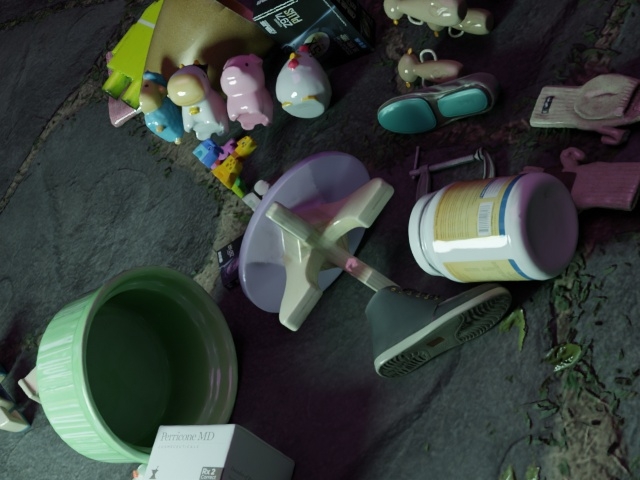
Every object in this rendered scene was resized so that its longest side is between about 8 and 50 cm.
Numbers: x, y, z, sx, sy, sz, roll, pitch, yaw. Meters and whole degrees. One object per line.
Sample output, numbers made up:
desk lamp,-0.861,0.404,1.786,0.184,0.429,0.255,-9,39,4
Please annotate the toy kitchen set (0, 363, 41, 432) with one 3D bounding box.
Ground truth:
toy kitchen set,-0.568,0.244,2.032,0.166,0.122,0.207,-47,62,2

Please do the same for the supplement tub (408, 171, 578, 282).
supplement tub,0.235,-0.015,1.491,0.199,0.144,0.144,-4,58,46

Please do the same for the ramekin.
ramekin,-0.286,0.200,1.674,0.148,0.303,0.303,-16,51,40

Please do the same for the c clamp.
c clamp,0.203,-0.105,1.684,0.160,0.022,0.137,-8,55,36

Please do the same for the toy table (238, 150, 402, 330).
toy table,0.000,0.000,1.632,0.274,0.252,0.161,-66,26,3

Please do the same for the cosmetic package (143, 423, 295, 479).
cosmetic package,-0.154,0.372,1.536,0.151,0.151,0.184,-8,56,35

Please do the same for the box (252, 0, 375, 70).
box,-0.010,-0.397,1.957,0.147,0.180,0.078,-17,51,30

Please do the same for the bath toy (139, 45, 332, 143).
bath toy,-0.150,-0.276,1.962,0.348,0.151,0.129,-7,70,17

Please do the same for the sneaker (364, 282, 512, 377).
sneaker,0.155,0.092,1.527,0.222,0.083,0.118,-31,51,20

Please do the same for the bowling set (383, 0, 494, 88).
bowling set,0.210,-0.406,1.817,0.154,0.287,0.200,15,28,37

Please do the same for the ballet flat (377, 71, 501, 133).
ballet flat,0.194,-0.222,1.757,0.213,0.072,0.068,-9,28,35

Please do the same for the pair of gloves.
pair of gloves,0.380,-0.130,1.541,0.204,0.042,0.240,-5,55,42

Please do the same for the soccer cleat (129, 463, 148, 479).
soccer cleat,-0.231,0.423,1.633,0.068,0.076,0.196,-56,45,46

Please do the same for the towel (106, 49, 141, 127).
towel,-0.331,-0.408,2.343,0.329,0.037,0.237,-31,46,18

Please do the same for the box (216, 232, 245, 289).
box,-0.144,0.036,1.873,0.067,0.018,0.083,-32,45,18

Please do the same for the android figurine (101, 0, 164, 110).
android figurine,-0.347,-0.405,2.290,0.248,0.056,0.273,27,80,44

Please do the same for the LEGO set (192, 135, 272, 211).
LEGO set,-0.149,-0.145,1.960,0.093,0.087,0.227,-48,43,2

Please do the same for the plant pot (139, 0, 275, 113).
plant pot,-0.241,-0.357,2.114,0.254,0.237,0.237,-56,40,13
